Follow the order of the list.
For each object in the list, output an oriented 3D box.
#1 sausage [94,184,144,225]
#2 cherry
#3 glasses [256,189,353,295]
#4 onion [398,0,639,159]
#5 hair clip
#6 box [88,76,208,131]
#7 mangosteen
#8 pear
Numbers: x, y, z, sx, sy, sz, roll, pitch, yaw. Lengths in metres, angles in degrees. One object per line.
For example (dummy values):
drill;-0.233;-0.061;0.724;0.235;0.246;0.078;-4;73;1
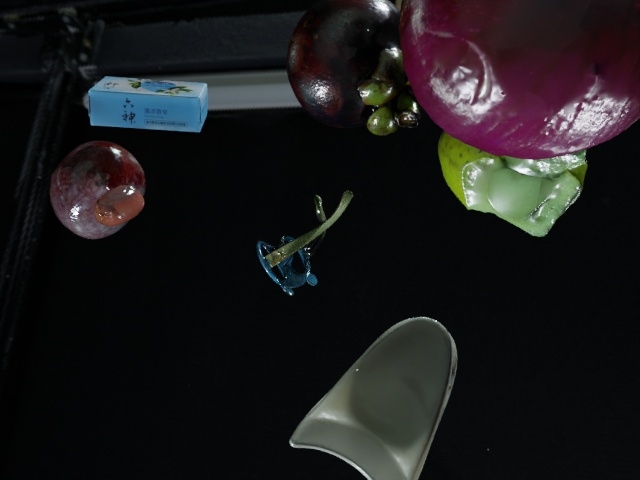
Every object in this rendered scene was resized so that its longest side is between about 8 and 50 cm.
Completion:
sausage;-0.346;-0.061;1.126;0.059;0.054;0.094;28;-143;18
cherry;-0.524;-0.125;1.545;0.203;0.300;0.230;45;-111;-5
glasses;-0.032;-0.017;1.222;0.102;0.239;0.207;27;-83;13
onion;0.273;-0.278;0.738;0.348;0.385;0.347;3;-106;-10
hair clip;0.103;0.219;0.930;0.172;0.113;0.282;30;-109;13
box;-0.368;-0.297;1.420;0.232;0.142;0.083;4;-64;-5
mangosteen;0.076;-0.367;1.374;0.311;0.311;0.311;-4;-108;13
pear;0.384;-0.179;1.329;0.282;0.176;0.286;23;-134;6
